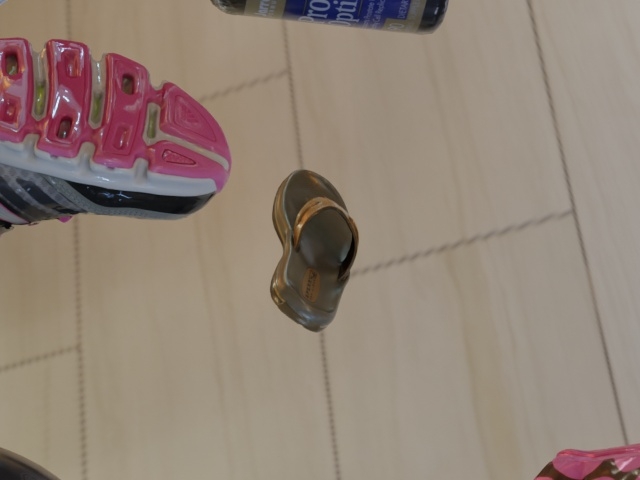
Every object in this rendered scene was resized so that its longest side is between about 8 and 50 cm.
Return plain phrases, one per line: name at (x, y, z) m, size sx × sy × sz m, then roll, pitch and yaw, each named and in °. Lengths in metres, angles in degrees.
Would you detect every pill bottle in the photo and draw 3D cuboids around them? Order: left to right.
pill bottle at (-0.016, -0.221, 1.143) m, size 0.219 × 0.123 × 0.122 m, roll 5°, pitch 63°, yaw -6°

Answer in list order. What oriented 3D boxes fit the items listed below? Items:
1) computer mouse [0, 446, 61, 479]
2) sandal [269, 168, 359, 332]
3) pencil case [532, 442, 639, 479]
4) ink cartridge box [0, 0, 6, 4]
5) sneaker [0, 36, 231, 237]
computer mouse at (-0.144, 0.064, 0.511) m, size 0.242 × 0.071 × 0.041 m, roll 20°, pitch 96°, yaw 45°
sandal at (0.000, 0.000, 1.220) m, size 0.049 × 0.072 × 0.180 m, roll -52°, pitch 18°, yaw 31°
pencil case at (0.213, 0.164, 0.967) m, size 0.209 × 0.095 × 0.098 m, roll -23°, pitch 88°, yaw 54°
ink cartridge box at (-0.419, -0.241, 0.972) m, size 0.285 × 0.395 × 0.166 m, roll -31°, pitch 45°, yaw 22°
sneaker at (-0.115, -0.020, 0.507) m, size 0.170 × 0.074 × 0.063 m, roll 3°, pitch 40°, yaw -7°
